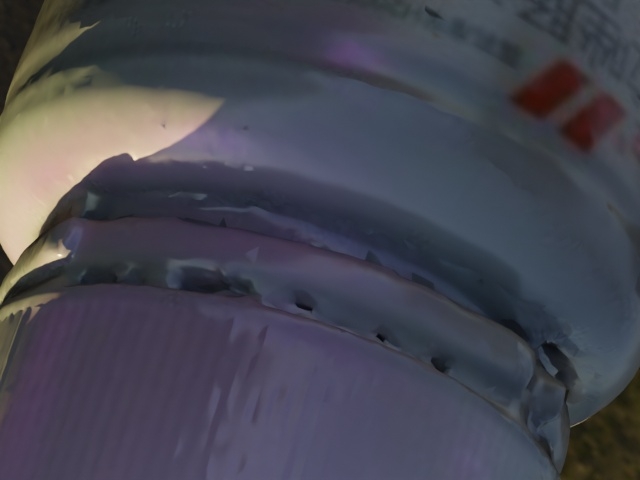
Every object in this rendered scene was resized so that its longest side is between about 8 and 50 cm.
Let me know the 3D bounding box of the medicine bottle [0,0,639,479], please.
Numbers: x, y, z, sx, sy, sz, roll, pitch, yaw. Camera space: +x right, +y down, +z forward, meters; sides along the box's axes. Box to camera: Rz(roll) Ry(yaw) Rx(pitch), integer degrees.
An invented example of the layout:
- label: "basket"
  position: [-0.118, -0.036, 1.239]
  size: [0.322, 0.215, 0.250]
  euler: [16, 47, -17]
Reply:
- label: "medicine bottle"
  position: [0.000, 0.000, 0.708]
  size: [0.256, 0.256, 0.325]
  euler: [54, 46, -50]
